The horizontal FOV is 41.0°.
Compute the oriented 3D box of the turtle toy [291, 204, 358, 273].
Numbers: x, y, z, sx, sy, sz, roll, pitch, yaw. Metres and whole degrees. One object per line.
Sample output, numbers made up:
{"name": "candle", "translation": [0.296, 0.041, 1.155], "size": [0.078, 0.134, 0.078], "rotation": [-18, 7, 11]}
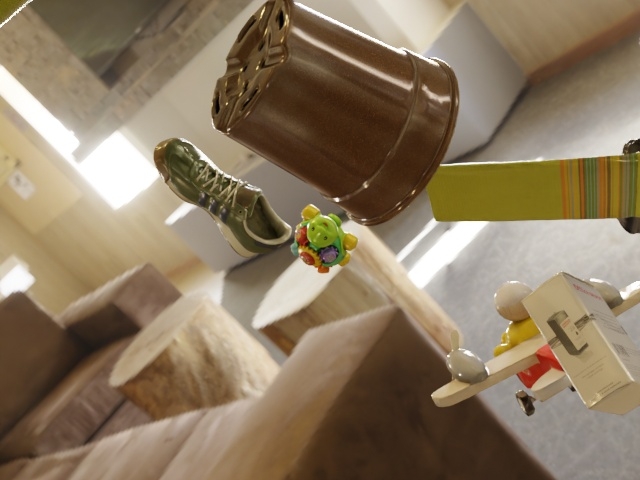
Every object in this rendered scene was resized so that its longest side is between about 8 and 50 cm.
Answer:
{"name": "turtle toy", "translation": [0.000, 0.000, 1.236], "size": [0.066, 0.095, 0.130], "rotation": [-50, -9, -29]}

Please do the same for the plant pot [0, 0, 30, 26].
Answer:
{"name": "plant pot", "translation": [-0.217, -0.219, 0.452], "size": [0.228, 0.227, 0.207], "rotation": [-24, 33, 30]}

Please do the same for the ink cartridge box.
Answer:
{"name": "ink cartridge box", "translation": [0.451, 0.172, 1.423], "size": [0.092, 0.158, 0.218], "rotation": [-40, 55, 24]}

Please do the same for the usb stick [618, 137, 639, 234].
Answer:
{"name": "usb stick", "translation": [0.490, -0.079, 1.330], "size": [0.045, 0.077, 0.278], "rotation": [-26, -22, 6]}

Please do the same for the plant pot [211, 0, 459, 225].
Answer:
{"name": "plant pot", "translation": [0.004, -0.119, 0.750], "size": [0.167, 0.165, 0.167], "rotation": [-41, 37, 41]}

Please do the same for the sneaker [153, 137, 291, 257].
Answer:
{"name": "sneaker", "translation": [-0.107, -0.055, 1.026], "size": [0.086, 0.192, 0.064], "rotation": [-8, 43, 45]}

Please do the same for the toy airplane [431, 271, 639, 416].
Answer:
{"name": "toy airplane", "translation": [0.449, 0.205, 1.769], "size": [0.386, 0.272, 0.384], "rotation": [-14, -19, -47]}

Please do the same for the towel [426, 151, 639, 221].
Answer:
{"name": "towel", "translation": [0.238, -0.059, 0.954], "size": [0.237, 0.102, 0.021], "rotation": [-1, 54, 17]}
